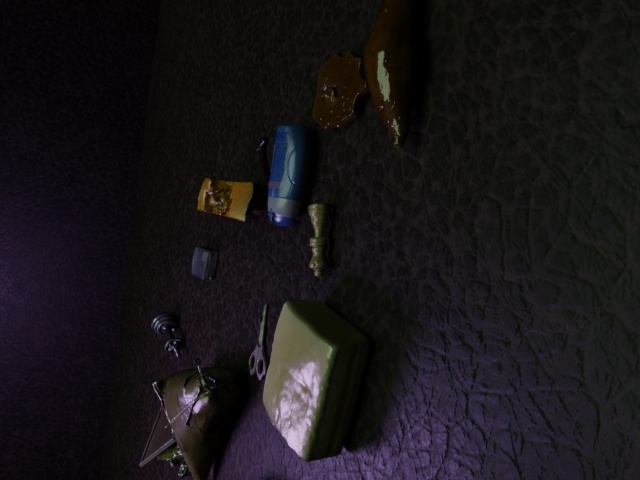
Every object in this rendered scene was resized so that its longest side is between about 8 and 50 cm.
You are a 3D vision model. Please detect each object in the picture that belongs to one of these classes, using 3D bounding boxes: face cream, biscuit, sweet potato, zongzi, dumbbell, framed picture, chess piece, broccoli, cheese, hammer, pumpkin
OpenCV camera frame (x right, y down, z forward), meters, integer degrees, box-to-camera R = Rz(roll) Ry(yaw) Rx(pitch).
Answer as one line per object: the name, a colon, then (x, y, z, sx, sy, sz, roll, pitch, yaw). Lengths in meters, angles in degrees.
face cream: (-0.085, -0.168, 1.364, 0.149, 0.083, 0.263, 15, 97, 60)
biscuit: (0.055, -0.348, 1.214, 0.215, 0.034, 0.182, 16, 99, 57)
sweet potato: (0.139, -0.351, 1.007, 0.112, 0.112, 0.359, -12, 77, 58)
zongzi: (-0.323, 0.558, 1.574, 0.447, 0.181, 0.418, -26, 78, 51)
dumbbell: (-0.616, 0.395, 2.141, 0.254, 0.110, 0.110, 48, 125, 43)
framed picture: (-0.538, 0.634, 1.859, 0.213, 0.016, 0.289, -41, 22, 24)
chess piece: (-0.001, 0.000, 1.225, 0.060, 0.060, 0.171, -11, 77, 58)
broccoli: (-0.475, 0.715, 1.785, 0.154, 0.160, 0.167, -98, 2, -77)
cheese: (-0.020, 0.291, 1.136, 0.242, 0.124, 0.265, 28, 109, 54)
hammer: (-0.169, -0.229, 1.579, 0.065, 0.021, 0.178, -46, 48, 44)
pumpkin: (-0.263, -0.128, 1.637, 0.248, 0.126, 0.130, 17, 91, 40)

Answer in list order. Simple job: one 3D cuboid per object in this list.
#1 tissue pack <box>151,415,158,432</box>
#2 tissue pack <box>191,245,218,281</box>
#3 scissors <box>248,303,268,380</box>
tissue pack: (-0.564, 0.742, 1.953, 0.178, 0.123, 0.127, 7, 82, 59)
tissue pack: (-0.430, 0.083, 1.929, 0.156, 0.051, 0.112, 12, 92, 59)
scissors: (-0.171, 0.287, 1.485, 0.110, 0.021, 0.212, 6, 90, 57)
